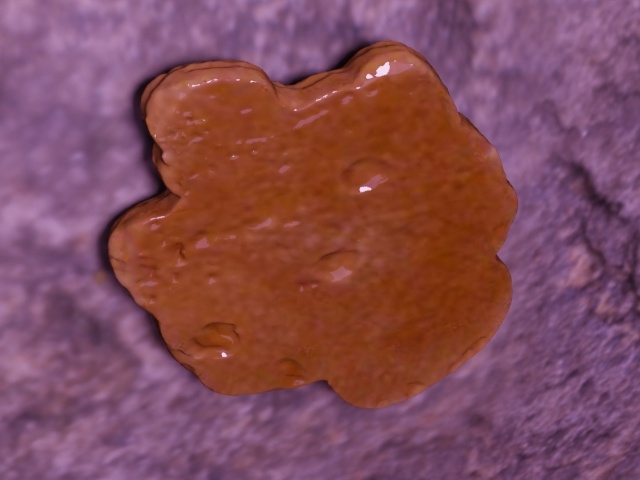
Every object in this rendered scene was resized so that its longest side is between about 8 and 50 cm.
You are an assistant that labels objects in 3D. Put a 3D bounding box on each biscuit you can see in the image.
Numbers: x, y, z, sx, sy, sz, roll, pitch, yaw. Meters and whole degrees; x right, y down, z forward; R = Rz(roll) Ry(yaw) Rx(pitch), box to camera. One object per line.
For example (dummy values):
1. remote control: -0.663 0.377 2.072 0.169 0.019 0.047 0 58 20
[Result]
1. biscuit: -0.001 -0.003 0.985 0.269 0.051 0.376 -36 135 7
